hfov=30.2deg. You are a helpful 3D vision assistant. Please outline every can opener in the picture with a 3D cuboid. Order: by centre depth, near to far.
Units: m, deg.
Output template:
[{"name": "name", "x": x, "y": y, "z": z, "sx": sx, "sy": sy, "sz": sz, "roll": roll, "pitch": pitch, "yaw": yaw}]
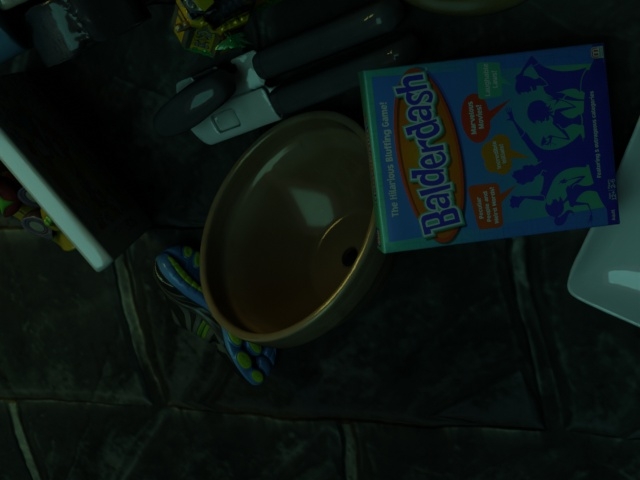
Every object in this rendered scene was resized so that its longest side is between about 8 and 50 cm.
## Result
[{"name": "can opener", "x": -0.041, "y": -0.150, "z": 1.146, "sx": 0.283, "sy": 0.095, "sz": 0.076, "roll": -16, "pitch": 110, "yaw": 36}]

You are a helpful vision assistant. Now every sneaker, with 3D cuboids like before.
[{"name": "sneaker", "x": -0.120, "y": 0.085, "z": 1.351, "sx": 0.188, "sy": 0.067, "sz": 0.078, "roll": 49, "pitch": 148, "yaw": -8}]

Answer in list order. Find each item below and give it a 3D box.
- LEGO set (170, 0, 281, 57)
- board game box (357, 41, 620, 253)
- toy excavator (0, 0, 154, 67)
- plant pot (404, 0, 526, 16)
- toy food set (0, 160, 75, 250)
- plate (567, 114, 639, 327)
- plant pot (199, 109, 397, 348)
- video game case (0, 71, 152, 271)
[{"name": "LEGO set", "x": -0.066, "y": -0.327, "z": 0.927, "sx": 0.192, "sy": 0.255, "sz": 0.331, "roll": 138, "pitch": 111, "yaw": -75}, {"name": "board game box", "x": 0.146, "y": -0.081, "z": 1.032, "sx": 0.210, "sy": 0.047, "sz": 0.160, "roll": -8, "pitch": 97, "yaw": -3}, {"name": "toy excavator", "x": -0.398, "y": -0.247, "z": 1.174, "sx": 0.445, "sy": 0.433, "sz": 0.222, "roll": -24, "pitch": 107, "yaw": 6}, {"name": "plant pot", "x": 0.112, "y": -0.302, "z": 1.022, "sx": 0.236, "sy": 0.032, "sz": 0.236, "roll": 13, "pitch": 122, "yaw": 21}, {"name": "toy food set", "x": -0.359, "y": -0.063, "z": 1.375, "sx": 0.218, "sy": 0.071, "sz": 0.128, "roll": 31, "pitch": 127, "yaw": 8}, {"name": "plate", "x": 0.389, "y": -0.011, "z": 1.037, "sx": 0.278, "sy": 0.045, "sz": 0.277, "roll": 25, "pitch": 126, "yaw": 13}, {"name": "plant pot", "x": 0.000, "y": 0.000, "z": 1.172, "sx": 0.237, "sy": 0.237, "sz": 0.110, "roll": -24, "pitch": 145, "yaw": 35}, {"name": "video game case", "x": -0.275, "y": -0.080, "z": 1.247, "sx": 0.026, "sy": 0.206, "sz": 0.227, "roll": -39, "pitch": 97, "yaw": 9}]
